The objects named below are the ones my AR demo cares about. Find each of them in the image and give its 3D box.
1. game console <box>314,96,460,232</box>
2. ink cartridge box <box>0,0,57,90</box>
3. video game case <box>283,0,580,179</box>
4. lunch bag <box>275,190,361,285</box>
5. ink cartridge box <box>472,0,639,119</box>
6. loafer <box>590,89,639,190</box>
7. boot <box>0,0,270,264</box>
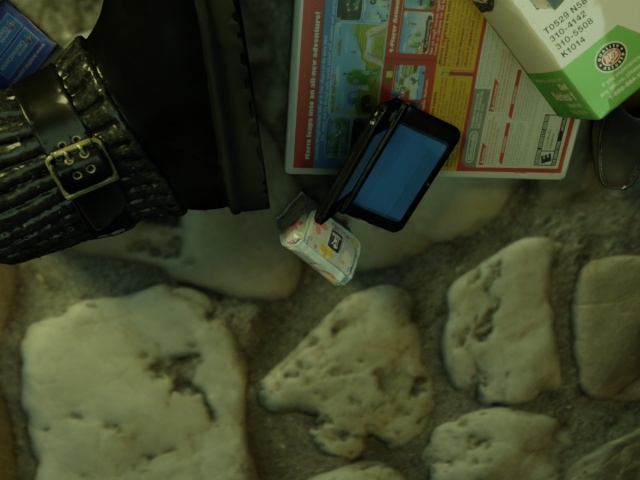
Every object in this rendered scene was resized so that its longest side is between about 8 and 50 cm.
[{"bbox_3d":[0.063,-0.060,0.635,0.071,0.107,0.122,33,112,7],"label":"game console"},{"bbox_3d":[-0.389,-0.185,0.532,0.311,0.065,0.186,38,106,-27],"label":"ink cartridge box"},{"bbox_3d":[0.113,-0.155,0.643,0.285,0.025,0.204,0,119,-9],"label":"video game case"},{"bbox_3d":[0.000,0.000,0.677,0.071,0.083,0.053,38,107,-24],"label":"lunch bag"},{"bbox_3d":[0.198,-0.229,0.540,0.160,0.092,0.219,-40,101,8],"label":"ink cartridge box"},{"bbox_3d":[0.291,-0.123,0.658,0.062,0.061,0.170,7,116,17],"label":"loafer"},{"bbox_3d":[-0.186,-0.136,0.535,0.260,0.131,0.348,-9,125,-4],"label":"boot"}]
